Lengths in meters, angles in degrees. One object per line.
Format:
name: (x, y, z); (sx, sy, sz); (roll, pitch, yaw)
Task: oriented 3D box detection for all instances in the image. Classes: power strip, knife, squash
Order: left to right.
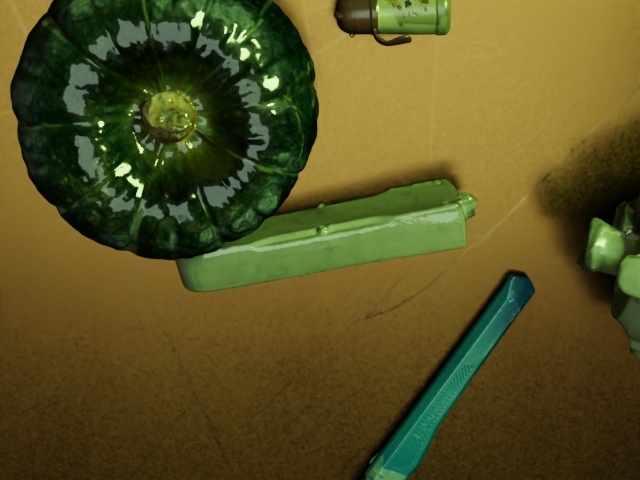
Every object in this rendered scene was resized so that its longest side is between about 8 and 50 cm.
squash: (-0.127, -0.107, 0.958); (0.252, 0.165, 0.252); (0, 105, 0)
power strip: (-0.001, -0.003, 1.041); (0.286, 0.080, 0.048); (-10, 109, 1)
knife: (0.118, 0.156, 1.124); (0.044, 0.026, 0.296); (32, 101, -14)

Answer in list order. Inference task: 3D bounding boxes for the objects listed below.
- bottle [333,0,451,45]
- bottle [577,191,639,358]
bottle: (0.062, -0.199, 1.000); (0.101, 0.063, 0.047); (-3, 135, 1)
bottle: (0.404, 0.040, 0.999); (0.352, 0.229, 0.229); (15, 107, 14)
